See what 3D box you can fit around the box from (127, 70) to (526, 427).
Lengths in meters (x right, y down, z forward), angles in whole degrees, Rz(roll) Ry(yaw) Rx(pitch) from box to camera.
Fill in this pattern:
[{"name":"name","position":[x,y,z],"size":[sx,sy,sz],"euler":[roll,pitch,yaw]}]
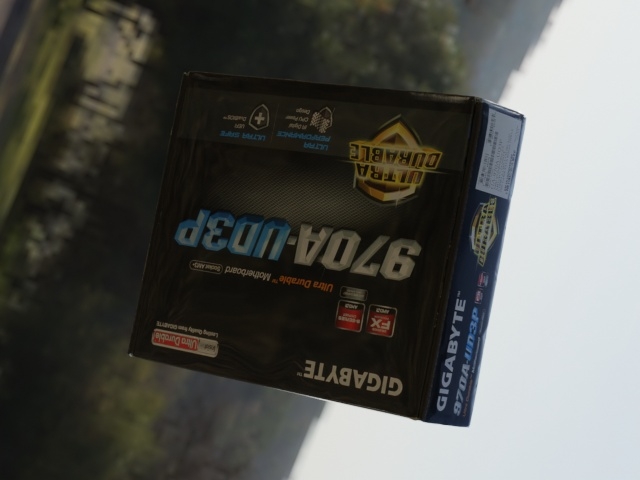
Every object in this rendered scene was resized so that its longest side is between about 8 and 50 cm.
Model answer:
[{"name":"box","position":[0.000,0.000,1.119],"size":[0.051,0.220,0.175],"euler":[14,87,-51]}]
